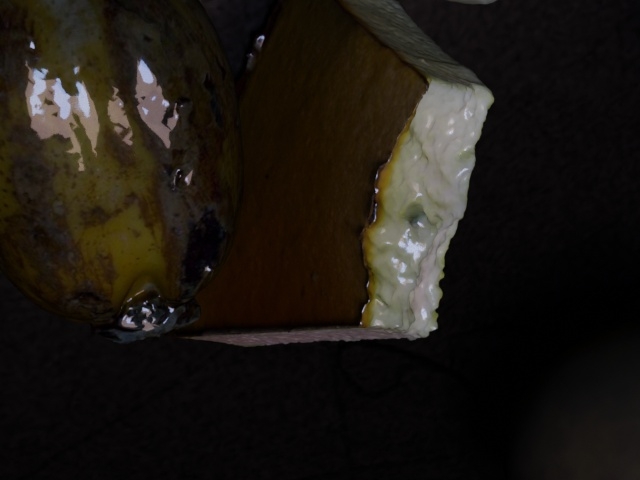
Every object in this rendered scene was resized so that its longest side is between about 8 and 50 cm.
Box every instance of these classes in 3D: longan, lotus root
[{"bbox_3d":[0.184,0.126,0.757,0.184,0.159,0.204,22,149,-14],"label":"longan"},{"bbox_3d":[-0.092,-0.050,0.564,0.120,0.120,0.210,-17,123,-11],"label":"lotus root"}]

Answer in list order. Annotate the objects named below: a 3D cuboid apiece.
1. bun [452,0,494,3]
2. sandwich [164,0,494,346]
[{"bbox_3d":[0.049,-0.187,0.501,0.229,0.145,0.229,-16,152,-9],"label":"bun"},{"bbox_3d":[0.000,0.000,0.598,0.058,0.162,0.193,12,115,-30],"label":"sandwich"}]
